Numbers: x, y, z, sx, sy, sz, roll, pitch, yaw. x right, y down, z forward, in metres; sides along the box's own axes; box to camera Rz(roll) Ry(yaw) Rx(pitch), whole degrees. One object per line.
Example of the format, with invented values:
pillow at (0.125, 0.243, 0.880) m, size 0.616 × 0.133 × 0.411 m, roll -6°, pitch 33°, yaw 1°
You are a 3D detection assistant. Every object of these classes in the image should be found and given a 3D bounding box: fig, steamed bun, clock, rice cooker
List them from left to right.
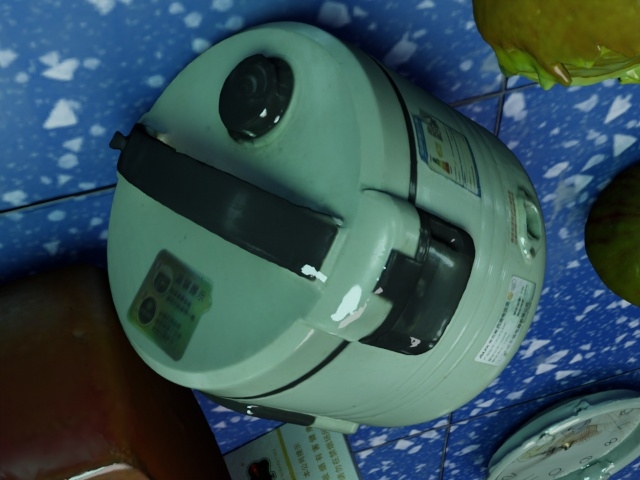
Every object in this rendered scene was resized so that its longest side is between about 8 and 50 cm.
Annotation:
steamed bun at (-0.186, 0.180, 0.731) m, size 0.235 × 0.248 × 0.379 m, roll -22°, pitch 134°, yaw -5°
rice cooker at (0.000, 0.000, 0.618) m, size 0.226 × 0.226 × 0.244 m, roll -39°, pitch 142°, yaw 22°
clock at (0.285, 0.235, 1.206) m, size 0.236 × 0.053 × 0.236 m, roll -15°, pitch 145°, yaw -11°
fig at (0.291, 0.002, 0.895) m, size 0.124 × 0.124 × 0.236 m, roll -29°, pitch 168°, yaw 10°

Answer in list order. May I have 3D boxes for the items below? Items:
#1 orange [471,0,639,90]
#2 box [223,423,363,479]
orange at (0.237, -0.171, 0.509) m, size 0.334 × 0.262 × 0.196 m, roll -5°, pitch 100°, yaw -22°
box at (-0.045, 0.232, 1.005) m, size 0.167 × 0.090 × 0.024 m, roll -29°, pitch 144°, yaw 9°
